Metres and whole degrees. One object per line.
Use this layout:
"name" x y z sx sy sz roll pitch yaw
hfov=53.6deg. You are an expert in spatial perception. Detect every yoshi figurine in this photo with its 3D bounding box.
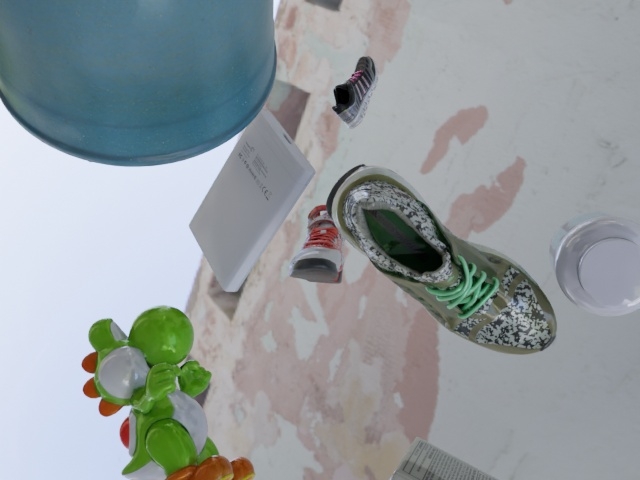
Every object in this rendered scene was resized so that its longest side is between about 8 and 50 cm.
"yoshi figurine" -0.234 0.240 1.023 0.362 0.203 0.203 48 -53 24

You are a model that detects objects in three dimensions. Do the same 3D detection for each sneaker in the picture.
"sneaker" 0.179 0.053 0.931 0.158 0.410 0.182 -54 -176 13
"sneaker" 0.070 -0.329 1.358 0.063 0.075 0.170 1 -110 52
"sneaker" -0.001 0.000 1.161 0.090 0.270 0.144 2 -97 8

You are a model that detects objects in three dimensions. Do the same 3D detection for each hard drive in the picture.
"hard drive" -0.166 -0.089 1.428 0.353 0.047 0.233 -54 -129 26

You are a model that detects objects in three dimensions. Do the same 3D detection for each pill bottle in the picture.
"pill bottle" 0.429 0.032 0.965 0.146 0.264 0.146 1 -85 17

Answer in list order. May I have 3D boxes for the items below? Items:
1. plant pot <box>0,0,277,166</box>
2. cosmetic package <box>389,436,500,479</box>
"plant pot" -0.161 -0.242 0.514 0.255 0.272 0.271 108 -31 -62
"cosmetic package" 0.215 0.385 0.778 0.296 0.153 0.129 24 -83 19
